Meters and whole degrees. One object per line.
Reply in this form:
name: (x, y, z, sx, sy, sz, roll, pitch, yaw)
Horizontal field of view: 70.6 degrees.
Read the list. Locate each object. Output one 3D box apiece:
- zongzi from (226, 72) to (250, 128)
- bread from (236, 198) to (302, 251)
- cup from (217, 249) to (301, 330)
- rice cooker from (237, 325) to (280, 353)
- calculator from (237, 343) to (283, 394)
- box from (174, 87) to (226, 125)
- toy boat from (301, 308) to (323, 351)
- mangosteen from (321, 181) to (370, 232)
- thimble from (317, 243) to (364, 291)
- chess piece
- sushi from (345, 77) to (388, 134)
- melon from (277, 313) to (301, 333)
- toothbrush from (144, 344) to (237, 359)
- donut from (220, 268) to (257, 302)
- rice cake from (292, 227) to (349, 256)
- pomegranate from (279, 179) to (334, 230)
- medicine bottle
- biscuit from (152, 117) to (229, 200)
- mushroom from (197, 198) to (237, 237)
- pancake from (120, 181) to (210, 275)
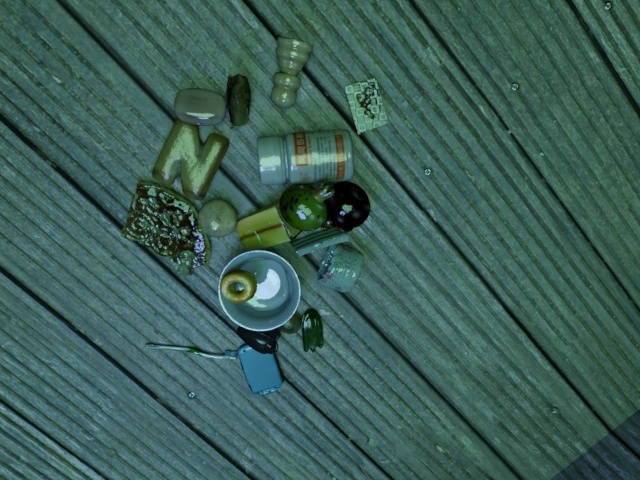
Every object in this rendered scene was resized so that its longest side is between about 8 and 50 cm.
zongzi: (-0.312, -0.534, 1.747, 0.094, 0.204, 0.205, -2, 105, -15)
bread: (-0.216, -0.074, 1.955, 0.263, 0.163, 0.168, -15, 108, 31)
cup: (-0.250, 0.198, 1.941, 0.346, 0.163, 0.348, 0, 98, 3)
rice cooker: (-0.269, 0.421, 2.002, 0.203, 0.118, 0.142, 24, 144, 15)
calculator: (-0.279, 0.586, 2.103, 0.172, 0.051, 0.293, -16, 104, -1)
box: (-0.471, -0.524, 1.778, 0.200, 0.088, 0.146, 4, 74, -10)
toy boat: (-0.038, 0.419, 2.085, 0.104, 0.052, 0.211, -10, 104, -20)
mangosteen: (0.087, -0.127, 1.895, 0.211, 0.211, 0.250, 40, 119, -13)
thimble: (0.088, 0.111, 1.963, 0.149, 0.185, 0.211, 22, 67, -12)
chess piece: (-0.127, -0.656, 1.785, 0.142, 0.143, 0.261, 12, 109, -8)
sushi: (0.191, -0.557, 1.881, 0.139, 0.031, 0.201, -17, 101, -1)
melon: (-0.163, 0.360, 2.036, 0.162, 0.099, 0.099, 29, 99, -11)
toothbrush: (-0.585, 0.508, 2.057, 0.417, 0.042, 0.040, 6, 63, -7)
donut: (-0.335, 0.189, 1.834, 0.151, 0.058, 0.152, 1, 99, 5)
rice cake: (0.000, 0.000, 1.950, 0.237, 0.127, 0.043, -20, 116, -3)
pomegranate: (-0.048, -0.146, 1.785, 0.202, 0.202, 0.248, 44, 115, -14)
medicine bottle: (-0.062, -0.332, 1.817, 0.371, 0.211, 0.211, -5, 104, -5)
biscuit: (-0.532, -0.333, 1.849, 0.236, 0.062, 0.291, 28, 98, -11)
mushroom: (-0.428, -0.089, 1.880, 0.166, 0.166, 0.127, 27, 143, -11)
pancake: (-0.634, -0.044, 1.919, 0.426, 0.067, 0.305, 38, 105, -14)
